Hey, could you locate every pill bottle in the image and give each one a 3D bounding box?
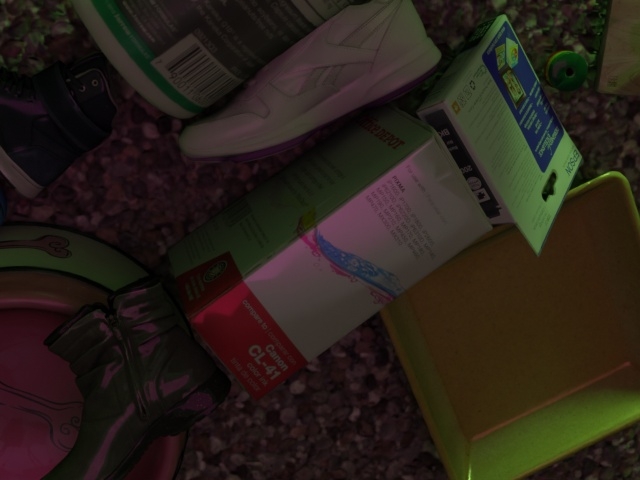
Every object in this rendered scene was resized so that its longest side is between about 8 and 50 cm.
[{"bbox_3d":[-0.051,-0.296,0.997,0.361,0.204,0.204,-34,111,11],"label":"pill bottle"}]

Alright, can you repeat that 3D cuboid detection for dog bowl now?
[{"bbox_3d":[-0.329,0.192,1.144,0.408,0.150,0.408,-4,107,-12],"label":"dog bowl"}]

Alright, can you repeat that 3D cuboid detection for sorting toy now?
[{"bbox_3d":[0.397,-0.239,1.232,0.274,0.046,0.132,1,106,-13],"label":"sorting toy"}]

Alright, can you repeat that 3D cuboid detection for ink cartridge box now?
[{"bbox_3d":[0.207,-0.115,1.159,0.045,0.206,0.208,-18,115,40],"label":"ink cartridge box"},{"bbox_3d":[0.000,0.000,1.119,0.306,0.226,0.131,-34,110,0],"label":"ink cartridge box"}]

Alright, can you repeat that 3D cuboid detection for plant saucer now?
[{"bbox_3d":[0.257,0.115,1.291,0.333,0.081,0.333,-25,110,-5],"label":"plant saucer"}]

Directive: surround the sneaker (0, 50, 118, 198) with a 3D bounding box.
[{"bbox_3d":[-0.308,-0.171,1.062,0.163,0.086,0.226,-33,121,10],"label":"sneaker"}]

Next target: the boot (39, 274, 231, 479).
[{"bbox_3d":[-0.226,0.153,1.045,0.246,0.083,0.161,-37,103,-4],"label":"boot"}]

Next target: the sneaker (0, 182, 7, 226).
[{"bbox_3d":[-0.413,-0.083,1.074,0.209,0.082,0.069,41,95,-21],"label":"sneaker"}]

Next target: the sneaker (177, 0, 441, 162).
[{"bbox_3d":[-0.027,-0.186,1.131,0.305,0.114,0.152,-28,101,-11],"label":"sneaker"}]
